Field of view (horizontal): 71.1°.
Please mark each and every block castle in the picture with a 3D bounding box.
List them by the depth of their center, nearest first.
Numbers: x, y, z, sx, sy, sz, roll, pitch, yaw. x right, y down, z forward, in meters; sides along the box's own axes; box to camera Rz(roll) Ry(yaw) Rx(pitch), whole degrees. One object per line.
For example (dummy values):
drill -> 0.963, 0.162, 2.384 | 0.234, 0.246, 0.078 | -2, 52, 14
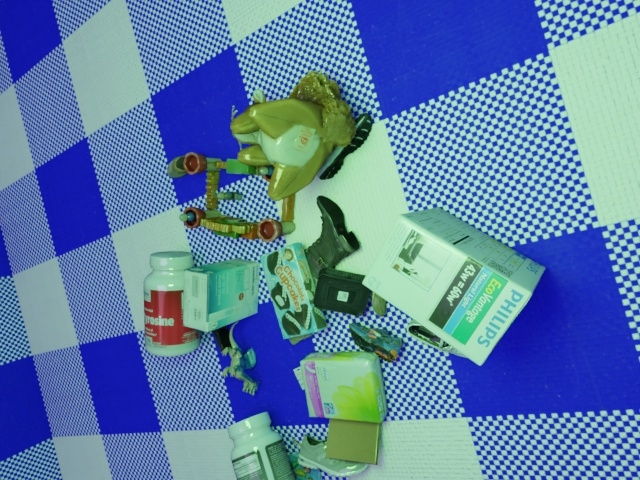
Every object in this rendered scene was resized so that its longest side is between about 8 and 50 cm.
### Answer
block castle -> -0.318, -0.165, 1.676 | 0.453, 0.212, 0.303 | 9, 101, 28

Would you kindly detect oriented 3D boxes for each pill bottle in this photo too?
pill bottle -> -0.223, 0.871, 1.726 | 0.210, 0.210, 0.363 | -35, 65, 28
pill bottle -> -0.623, 0.258, 1.890 | 0.228, 0.229, 0.408 | 5, 98, 29

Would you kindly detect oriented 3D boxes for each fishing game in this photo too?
fishing game -> -0.079, 0.937, 1.771 | 0.189, 0.041, 0.264 | 24, 107, 28

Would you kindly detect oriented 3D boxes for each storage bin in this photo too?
storage bin -> 0.072, 0.174, 1.527 | 0.180, 0.084, 0.122 | 12, 104, 1

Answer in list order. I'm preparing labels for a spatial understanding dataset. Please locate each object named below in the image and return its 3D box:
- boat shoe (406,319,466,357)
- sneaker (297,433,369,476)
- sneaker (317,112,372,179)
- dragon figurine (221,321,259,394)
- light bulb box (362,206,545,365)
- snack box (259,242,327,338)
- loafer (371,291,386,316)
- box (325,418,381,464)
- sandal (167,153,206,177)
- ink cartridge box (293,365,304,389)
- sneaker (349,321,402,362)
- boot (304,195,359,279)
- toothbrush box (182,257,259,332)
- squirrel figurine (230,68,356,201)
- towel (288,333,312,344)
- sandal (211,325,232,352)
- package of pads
boat shoe -> 0.394, 0.314, 1.403 | 0.258, 0.084, 0.095 | 11, 101, 28
sneaker -> 0.041, 0.786, 1.648 | 0.281, 0.105, 0.115 | -1, 82, 24
sneaker -> 0.063, -0.329, 1.509 | 0.271, 0.100, 0.108 | -44, 69, 26
dragon figurine -> -0.322, 0.484, 1.827 | 0.085, 0.144, 0.289 | -19, 67, 31
light bulb box -> 0.375, 0.095, 1.232 | 0.361, 0.358, 0.225 | 35, 113, 23
snack box -> -0.103, 0.185, 1.637 | 0.187, 0.060, 0.322 | -22, 83, 40
loafer -> 0.203, 0.185, 1.512 | 0.050, 0.056, 0.148 | -10, 91, 36
box -> 0.116, 0.695, 1.594 | 0.201, 0.021, 0.165 | -8, 59, 30
sandal -> -0.574, -0.317, 1.889 | 0.219, 0.060, 0.090 | -3, 94, 30
ink cartridge box -> -0.063, 0.522, 1.718 | 0.048, 0.028, 0.083 | -32, 81, 28
sneaker -> 0.187, 0.337, 1.533 | 0.221, 0.087, 0.083 | 24, 137, 39
boot -> 0.000, 0.000, 1.592 | 0.229, 0.091, 0.263 | -41, 69, 35
toothbrush box -> -0.369, 0.198, 1.700 | 0.126, 0.295, 0.217 | 8, 99, 27
squirrel figurine -> -0.099, -0.366, 1.432 | 0.370, 0.396, 0.281 | 40, 154, 55
towel -> -0.099, 0.315, 1.715 | 0.110, 0.027, 0.148 | -32, 79, 28
sandal -> -0.425, 0.346, 1.871 | 0.054, 0.097, 0.255 | -30, 91, 30
package of pads -> 0.081, 0.511, 1.595 | 0.296, 0.101, 0.229 | -8, 93, 29
